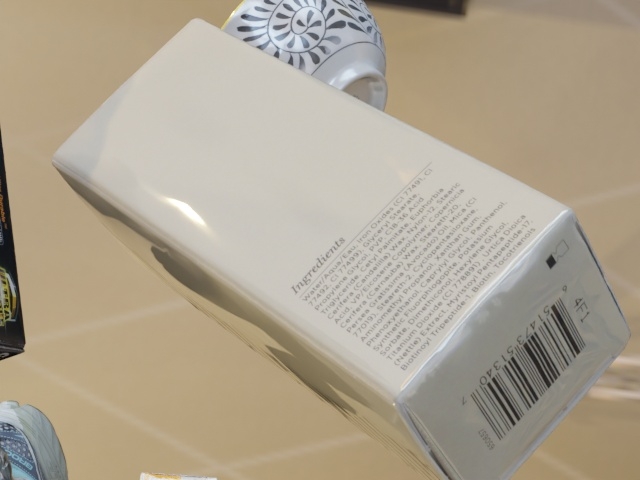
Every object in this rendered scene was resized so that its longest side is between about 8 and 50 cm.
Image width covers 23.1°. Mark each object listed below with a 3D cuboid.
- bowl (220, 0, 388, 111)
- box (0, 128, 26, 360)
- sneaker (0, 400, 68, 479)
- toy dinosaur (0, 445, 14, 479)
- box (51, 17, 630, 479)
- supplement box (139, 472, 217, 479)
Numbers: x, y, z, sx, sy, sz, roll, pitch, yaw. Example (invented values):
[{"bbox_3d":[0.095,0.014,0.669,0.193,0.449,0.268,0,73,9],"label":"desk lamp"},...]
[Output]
[{"bbox_3d":[-0.004,-0.109,1.136,0.170,0.080,0.170,-36,-34,-29],"label":"bowl"},{"bbox_3d":[-0.293,-0.010,1.063,0.051,0.175,0.220,20,-125,-59],"label":"box"},{"bbox_3d":[-0.257,0.290,1.389,0.283,0.110,0.122,64,-165,-8],"label":"sneaker"},{"bbox_3d":[-0.285,0.214,1.025,0.322,0.164,0.218,51,180,23],"label":"toy dinosaur"},{"bbox_3d":[0.000,0.000,0.724,0.275,0.113,0.094,34,164,45],"label":"box"},{"bbox_3d":[-0.111,0.226,1.260,0.098,0.062,0.036,86,-172,-54],"label":"supplement box"}]
